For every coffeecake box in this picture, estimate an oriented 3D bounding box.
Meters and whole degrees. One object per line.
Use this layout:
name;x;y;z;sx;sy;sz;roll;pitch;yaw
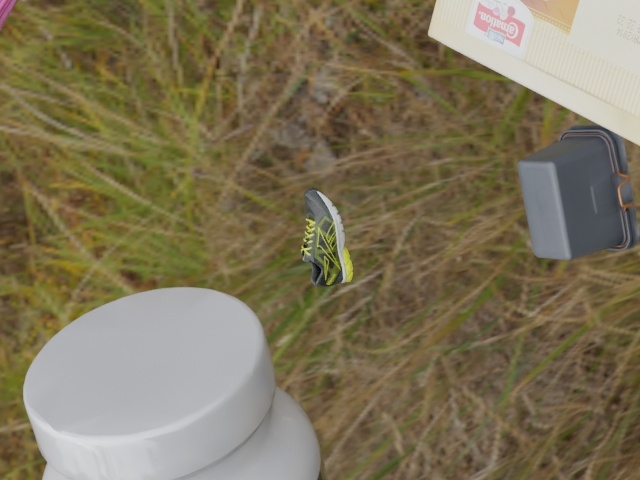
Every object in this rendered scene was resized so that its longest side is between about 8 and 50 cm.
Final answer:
coffeecake box;0.170;-0.108;0.656;0.142;0.185;0.068;35;123;37

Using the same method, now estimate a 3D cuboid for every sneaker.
sneaker;0.000;0.000;1.056;0.031;0.035;0.083;20;132;65

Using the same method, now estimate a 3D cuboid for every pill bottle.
pill bottle;-0.065;0.166;0.747;0.153;0.153;0.264;12;130;32

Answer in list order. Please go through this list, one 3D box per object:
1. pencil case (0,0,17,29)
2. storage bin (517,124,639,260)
pencil case;-0.229;-0.172;0.865;0.098;0.095;0.209;55;133;12
storage bin;0.265;-0.042;1.404;0.098;0.091;0.135;7;114;55
